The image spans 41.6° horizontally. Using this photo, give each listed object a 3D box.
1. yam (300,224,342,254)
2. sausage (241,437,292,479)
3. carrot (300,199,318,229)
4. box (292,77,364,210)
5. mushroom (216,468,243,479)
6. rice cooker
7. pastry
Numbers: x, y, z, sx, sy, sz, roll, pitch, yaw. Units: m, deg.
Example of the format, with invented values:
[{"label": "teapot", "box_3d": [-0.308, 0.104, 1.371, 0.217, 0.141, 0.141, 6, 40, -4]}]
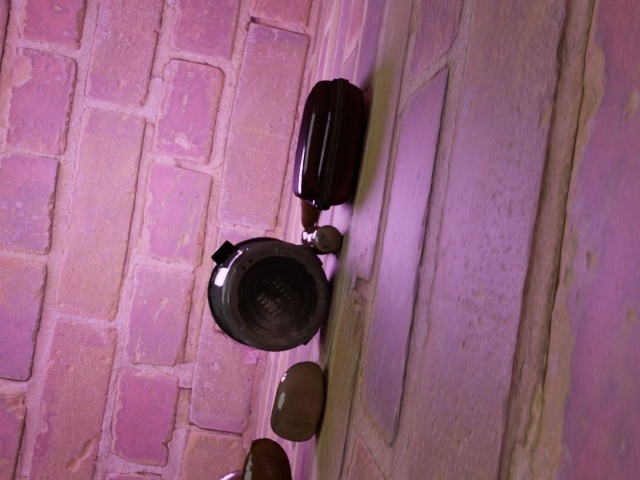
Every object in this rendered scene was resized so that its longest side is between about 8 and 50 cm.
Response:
[{"label": "yam", "box_3d": [0.000, 0.000, 1.789, 0.299, 0.066, 0.066, -172, 91, -83]}, {"label": "sausage", "box_3d": [-0.124, 0.645, 1.654, 0.123, 0.136, 0.501, -20, 55, 53]}, {"label": "carrot", "box_3d": [-0.028, -0.099, 2.218, 0.298, 0.078, 0.078, 100, 176, -59]}, {"label": "box", "box_3d": [0.011, -0.194, 1.722, 0.404, 0.108, 0.263, -131, 49, -83]}, {"label": "mushroom", "box_3d": [-0.192, 0.663, 1.981, 0.255, 0.184, 0.255, -28, -55, -50]}, {"label": "rice cooker", "box_3d": [-0.108, 0.111, 1.759, 0.241, 0.280, 0.227, -49, 10, -11]}, {"label": "pastry", "box_3d": [-0.041, 0.301, 1.586, 0.156, 0.092, 0.156, -163, 90, -85]}]
